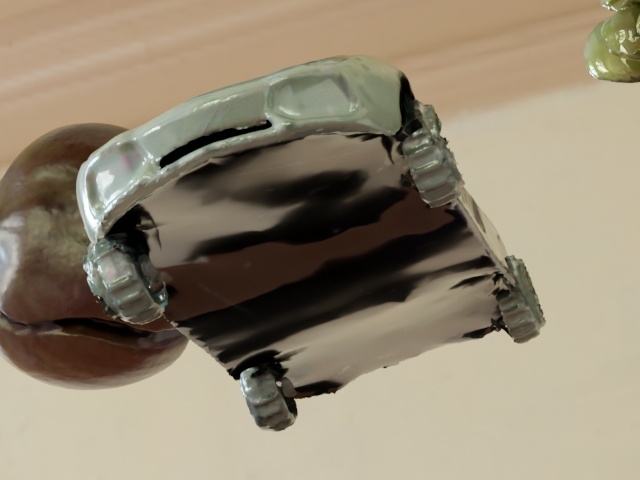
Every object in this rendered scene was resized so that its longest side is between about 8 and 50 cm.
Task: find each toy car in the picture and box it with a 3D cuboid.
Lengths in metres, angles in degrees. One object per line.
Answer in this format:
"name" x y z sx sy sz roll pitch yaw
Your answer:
"toy car" 0.000 0.000 0.495 0.095 0.056 0.205 -21 -25 9

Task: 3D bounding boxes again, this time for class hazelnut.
"hazelnut" -0.208 0.016 1.574 0.218 0.233 0.218 3 -19 1

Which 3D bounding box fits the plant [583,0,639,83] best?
"plant" 0.321 -0.132 0.922 0.297 0.306 0.261 1 -64 -50
